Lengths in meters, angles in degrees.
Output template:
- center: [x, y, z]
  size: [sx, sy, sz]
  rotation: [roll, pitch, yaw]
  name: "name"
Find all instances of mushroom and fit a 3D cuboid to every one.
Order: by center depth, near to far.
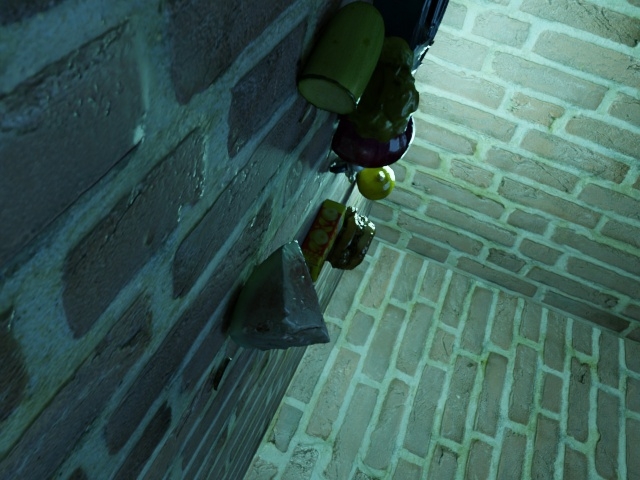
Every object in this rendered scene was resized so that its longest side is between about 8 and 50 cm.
- center: [0.013, -0.388, 1.308]
  size: [0.286, 0.026, 0.028]
  rotation: [-65, 157, -6]
  name: "mushroom"
- center: [-0.259, 0.350, 1.510]
  size: [0.049, 0.019, 0.101]
  rotation: [-30, 144, -77]
  name: "mushroom"

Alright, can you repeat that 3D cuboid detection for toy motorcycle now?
- center: [0.121, -0.273, 1.968]
  size: [0.229, 0.151, 0.074]
  rotation: [-43, 122, -61]
  name: "toy motorcycle"

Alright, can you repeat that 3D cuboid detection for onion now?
- center: [0.175, -0.341, 1.811]
  size: [0.272, 0.231, 0.256]
  rotation: [110, 5, -73]
  name: "onion"

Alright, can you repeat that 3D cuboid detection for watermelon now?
- center: [-0.101, 0.165, 1.410]
  size: [0.310, 0.232, 0.193]
  rotation: [-52, 140, 7]
  name: "watermelon"

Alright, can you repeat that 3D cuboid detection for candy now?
- center: [0.000, 0.000, 2.081]
  size: [0.146, 0.088, 0.276]
  rotation: [97, 15, -58]
  name: "candy"

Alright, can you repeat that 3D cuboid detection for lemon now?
- center: [0.265, -0.283, 2.778]
  size: [0.244, 0.187, 0.186]
  rotation: [69, 43, -82]
  name: "lemon"

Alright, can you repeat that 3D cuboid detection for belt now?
- center: [0.265, -0.693, 1.633]
  size: [0.300, 0.173, 0.436]
  rotation: [-43, 152, -53]
  name: "belt"

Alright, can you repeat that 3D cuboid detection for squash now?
- center: [0.055, -0.394, 1.189]
  size: [0.132, 0.133, 0.247]
  rotation: [89, 22, -72]
  name: "squash"

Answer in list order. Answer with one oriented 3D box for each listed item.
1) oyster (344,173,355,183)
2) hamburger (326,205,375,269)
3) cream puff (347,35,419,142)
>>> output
- center: [0.119, -0.301, 2.197]
  size: [0.108, 0.053, 0.165]
  rotation: [-76, 177, -64]
  name: "oyster"
- center: [0.089, 0.000, 2.297]
  size: [0.260, 0.211, 0.245]
  rotation: [-63, 178, -66]
  name: "hamburger"
- center: [0.148, -0.410, 1.559]
  size: [0.282, 0.185, 0.281]
  rotation: [-173, -90, -70]
  name: "cream puff"
